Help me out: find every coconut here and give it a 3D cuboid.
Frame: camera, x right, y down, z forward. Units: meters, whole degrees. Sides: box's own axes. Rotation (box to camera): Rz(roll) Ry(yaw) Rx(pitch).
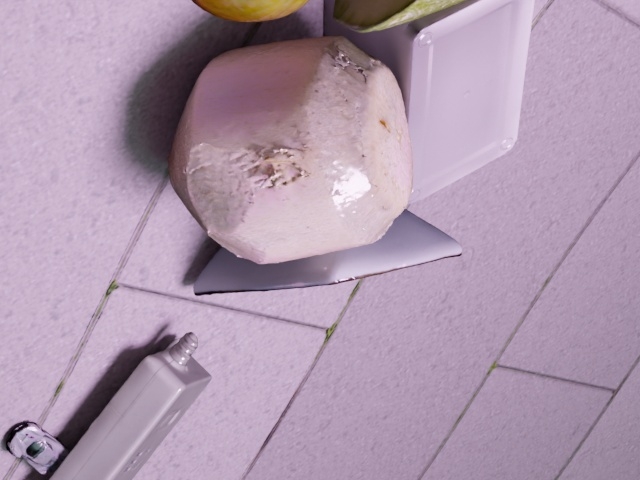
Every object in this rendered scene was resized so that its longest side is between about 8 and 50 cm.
[{"bbox_3d":[-0.036,-0.079,1.647,0.234,0.224,0.224,-10,150,13],"label":"coconut"}]

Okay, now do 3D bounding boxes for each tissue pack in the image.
[{"bbox_3d":[0.106,-0.182,1.749,0.159,0.136,0.246,-28,145,-24],"label":"tissue pack"}]

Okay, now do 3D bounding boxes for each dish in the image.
[{"bbox_3d":[0.000,0.000,1.816,0.182,0.243,0.080,-13,94,-40],"label":"dish"}]

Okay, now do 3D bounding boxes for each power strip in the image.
[{"bbox_3d":[-0.227,0.232,1.912,0.338,0.058,0.098,-52,167,14],"label":"power strip"}]

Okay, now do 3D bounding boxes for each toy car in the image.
[{"bbox_3d":[-0.299,0.220,1.871,0.041,0.025,0.093,-44,149,-2],"label":"toy car"}]

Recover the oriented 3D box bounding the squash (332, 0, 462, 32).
[{"bbox_3d":[0.123,-0.310,1.575,0.260,0.189,0.189,-22,142,-22],"label":"squash"}]

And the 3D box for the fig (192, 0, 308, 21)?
[{"bbox_3d":[-0.035,-0.256,1.452,0.160,0.231,0.143,-17,98,-26],"label":"fig"}]
